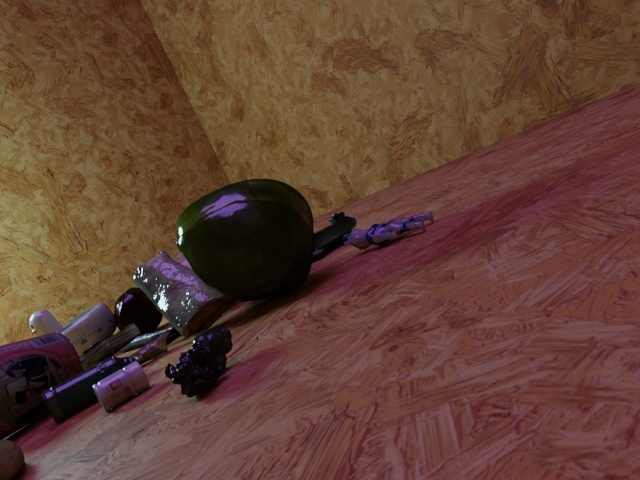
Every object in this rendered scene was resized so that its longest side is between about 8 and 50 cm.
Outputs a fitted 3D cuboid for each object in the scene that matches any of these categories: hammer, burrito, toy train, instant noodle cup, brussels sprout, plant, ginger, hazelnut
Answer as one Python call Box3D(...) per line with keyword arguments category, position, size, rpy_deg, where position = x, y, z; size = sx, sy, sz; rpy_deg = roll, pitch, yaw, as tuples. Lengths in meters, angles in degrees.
Box3D(category="hammer", position=(-0.473, 0.273, 1.584), size=(0.426, 0.044, 0.152), rpy_deg=(-22, 7, 46))
Box3D(category="burrito", position=(-0.352, 0.138, 1.383), size=(0.299, 0.144, 0.105), rpy_deg=(29, 13, 39))
Box3D(category="toy train", position=(0.000, 0.000, 1.738), size=(0.248, 0.101, 0.159), rpy_deg=(-28, -8, -32))
Box3D(category="instant noodle cup", position=(-0.695, 0.330, 1.260), size=(0.243, 0.244, 0.255), rpy_deg=(-21, -1, 40))
Box3D(category="brussels sprout", position=(-0.158, 0.009, 1.328), size=(0.314, 0.276, 0.371), rpy_deg=(-23, -20, 1))
Box3D(category="plant", position=(-0.185, 0.190, 0.878), size=(0.085, 0.087, 0.174), rpy_deg=(5, 16, 6))
Box3D(category="ginger", position=(-0.413, 0.270, 1.330), size=(0.137, 0.044, 0.057), rpy_deg=(-35, 38, -25))
Box3D(category="hazelnut", position=(-0.612, 0.237, 1.831), size=(0.160, 0.170, 0.201), rpy_deg=(-19, -5, 8))

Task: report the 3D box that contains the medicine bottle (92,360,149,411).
Box3D(category="medicine bottle", position=(-0.371, 0.271, 1.030), size=(0.089, 0.057, 0.057), rpy_deg=(-29, 6, -30))

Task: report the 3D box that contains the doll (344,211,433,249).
Box3D(category="doll", position=(0.161, -0.020, 1.361), size=(0.227, 0.057, 0.114), rpy_deg=(-13, 18, 29))

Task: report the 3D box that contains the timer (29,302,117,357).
Box3D(category="timer", position=(-0.807, 0.290, 1.835), size=(0.233, 0.240, 0.233), rpy_deg=(-32, 11, 7))

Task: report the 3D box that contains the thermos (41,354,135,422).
Box3D(category="thermos", position=(-0.476, 0.306, 1.168), size=(0.187, 0.083, 0.073), rpy_deg=(-27, 27, -24))

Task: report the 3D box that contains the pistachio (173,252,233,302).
Box3D(category="pistachio", position=(-0.330, 0.104, 1.629), size=(0.214, 0.193, 0.318), rpy_deg=(-57, -8, 14))

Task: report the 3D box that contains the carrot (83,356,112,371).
Box3D(category="carrot", position=(-0.566, 0.330, 1.434), size=(0.047, 0.047, 0.191), rpy_deg=(-25, 3, 3))

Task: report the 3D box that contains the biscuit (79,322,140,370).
Box3D(category="biscuit", position=(-0.626, 0.328, 1.528), size=(0.252, 0.052, 0.150), rpy_deg=(-35, -1, 16))

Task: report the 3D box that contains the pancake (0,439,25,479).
Box3D(category="pancake", position=(-0.622, 0.413, 0.783), size=(0.381, 0.071, 0.382), rpy_deg=(-25, 5, 2))
